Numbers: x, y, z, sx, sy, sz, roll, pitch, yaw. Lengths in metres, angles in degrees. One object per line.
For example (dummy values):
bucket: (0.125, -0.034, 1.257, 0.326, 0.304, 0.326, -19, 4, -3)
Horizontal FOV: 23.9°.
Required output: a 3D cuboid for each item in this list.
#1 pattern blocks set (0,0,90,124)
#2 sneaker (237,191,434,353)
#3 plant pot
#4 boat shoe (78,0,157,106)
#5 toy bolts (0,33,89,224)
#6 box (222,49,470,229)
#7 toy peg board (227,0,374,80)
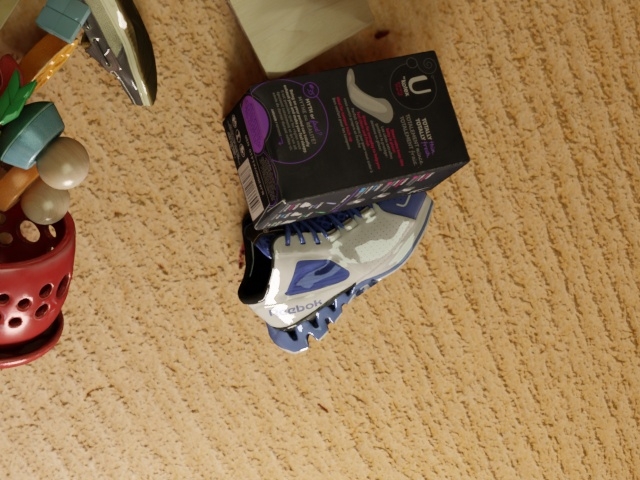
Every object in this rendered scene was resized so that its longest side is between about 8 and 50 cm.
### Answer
pattern blocks set: (-0.434, -0.264, 1.662, 0.325, 0.026, 0.285, 38, 79, 2)
sneaker: (-0.001, 0.001, 2.097, 0.315, 0.127, 0.182, -48, 130, 5)
plant pot: (-0.402, 0.048, 1.879, 0.191, 0.191, 0.174, -8, 129, -24)
boat shoe: (-0.259, -0.254, 1.858, 0.073, 0.080, 0.223, -8, 138, 9)
toy bolts: (-0.320, -0.131, 1.773, 0.158, 0.228, 0.218, 43, 81, -4)
box: (0.032, -0.132, 1.991, 0.270, 0.143, 0.165, -13, 80, -20)
toy peg board: (-0.042, -0.316, 1.945, 0.161, 0.079, 0.160, -31, 111, -10)
